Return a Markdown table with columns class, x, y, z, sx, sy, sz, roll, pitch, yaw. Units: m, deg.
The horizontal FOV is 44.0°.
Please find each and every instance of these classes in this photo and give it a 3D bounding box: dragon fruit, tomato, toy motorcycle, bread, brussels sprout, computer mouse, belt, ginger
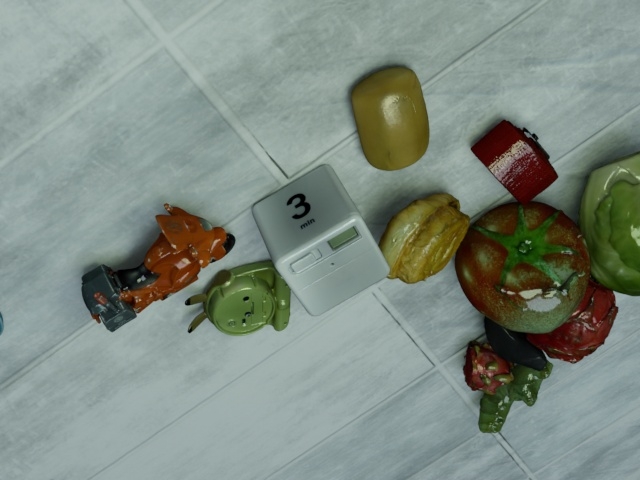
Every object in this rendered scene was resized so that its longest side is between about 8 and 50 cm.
| class | x | y | z | sx | sy | sz | roll | pitch | yaw |
| --- | --- | --- | --- | --- | --- | --- | --- | --- | --- |
| dragon fruit | 0.621 | 0.180 | 1.990 | 0.240 | 0.241 | 0.252 | -5 | 153 | -19 |
| tomato | 0.470 | 0.066 | 1.825 | 0.303 | 0.304 | 0.239 | -26 | 149 | -1 |
| dragon fruit | 0.452 | 0.346 | 2.123 | 0.207 | 0.150 | 0.133 | 22 | 73 | -40 |
| toy motorcycle | -0.324 | 0.053 | 1.557 | 0.325 | 0.148 | 0.221 | -32 | 155 | -4 |
| bread | 0.144 | -0.229 | 1.553 | 0.147 | 0.098 | 0.217 | -23 | 131 | 0 |
| brussels sprout | 0.739 | -0.038 | 1.827 | 0.289 | 0.281 | 0.355 | -29 | 107 | -24 |
| bread | 0.217 | -0.004 | 1.707 | 0.236 | 0.120 | 0.198 | -20 | 143 | -49 |
| computer mouse | 0.490 | 0.259 | 2.056 | 0.264 | 0.147 | 0.088 | 31 | 112 | -36 |
| belt | 0.423 | -0.171 | 1.693 | 0.124 | 0.128 | 0.201 | -42 | 129 | 14 |
| ginger | 0.539 | 0.425 | 2.217 | 0.089 | 0.137 | 0.290 | 21 | 125 | -42 |

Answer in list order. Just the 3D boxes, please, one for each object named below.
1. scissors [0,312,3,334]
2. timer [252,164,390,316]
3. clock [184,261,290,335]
| class | x | y | z | sx | sy | sz | roll | pitch | yaw |
| --- | --- | --- | --- | --- | --- | --- | --- | --- | --- |
| scissors | -0.658 | 0.099 | 1.523 | 0.125 | 0.030 | 0.256 | 8 | 125 | -30 |
| timer | 0.000 | 0.000 | 1.609 | 0.192 | 0.195 | 0.194 | -30 | 131 | 3 |
| clock | -0.181 | 0.139 | 1.728 | 0.231 | 0.069 | 0.170 | -10 | 130 | -16 |
